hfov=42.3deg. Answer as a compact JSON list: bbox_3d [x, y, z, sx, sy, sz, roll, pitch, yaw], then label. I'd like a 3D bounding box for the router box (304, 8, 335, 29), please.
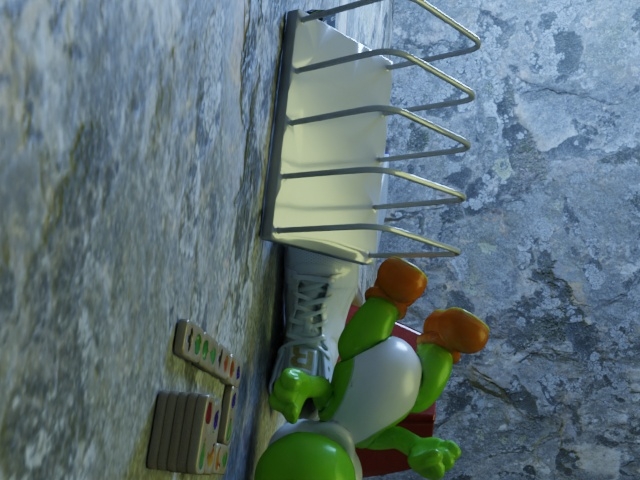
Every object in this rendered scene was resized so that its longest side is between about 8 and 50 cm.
[{"bbox_3d":[-0.007,-0.257,1.104,0.122,0.038,0.092,-66,159,-69],"label":"router box"}]

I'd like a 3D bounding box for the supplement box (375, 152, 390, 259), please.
[{"bbox_3d":[0.055,-0.066,1.436,0.220,0.111,0.114,-73,166,-59],"label":"supplement box"}]

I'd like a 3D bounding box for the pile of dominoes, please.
[{"bbox_3d":[-0.094,0.185,0.725,0.251,0.040,0.196,70,26,-73],"label":"pile of dominoes"}]

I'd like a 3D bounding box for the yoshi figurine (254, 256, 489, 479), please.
[{"bbox_3d":[0.042,0.202,0.947,0.362,0.203,0.203,-53,139,-13],"label":"yoshi figurine"}]

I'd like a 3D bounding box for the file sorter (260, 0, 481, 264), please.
[{"bbox_3d":[0.070,-0.122,0.981,0.192,0.173,0.278,15,78,-46],"label":"file sorter"}]

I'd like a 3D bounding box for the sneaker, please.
[{"bbox_3d":[-0.007,0.109,1.092,0.169,0.108,0.293,-79,173,-56],"label":"sneaker"}]

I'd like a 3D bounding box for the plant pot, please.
[{"bbox_3d":[0.106,0.302,1.605,0.267,0.235,0.267,87,10,-48],"label":"plant pot"}]

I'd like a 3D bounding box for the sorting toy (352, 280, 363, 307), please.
[{"bbox_3d":[0.055,0.033,1.698,0.193,0.038,0.208,59,25,-78],"label":"sorting toy"}]
